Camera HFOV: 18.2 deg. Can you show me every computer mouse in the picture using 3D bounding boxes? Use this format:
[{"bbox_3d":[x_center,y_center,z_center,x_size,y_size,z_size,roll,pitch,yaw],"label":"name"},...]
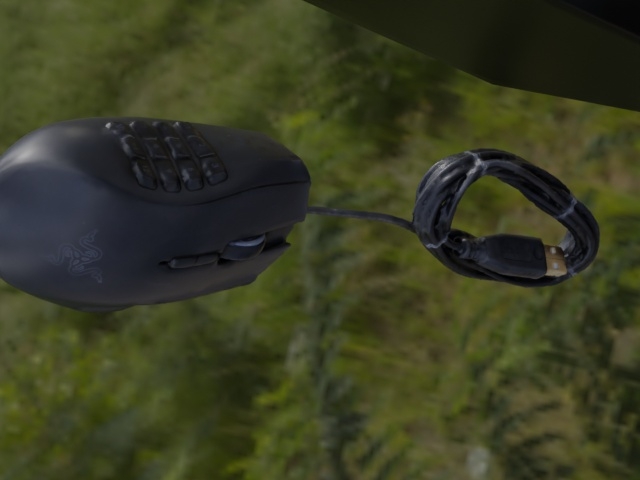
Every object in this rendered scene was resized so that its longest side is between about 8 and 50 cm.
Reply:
[{"bbox_3d":[0.000,0.000,0.665,0.041,0.242,0.071,57,135,44],"label":"computer mouse"}]

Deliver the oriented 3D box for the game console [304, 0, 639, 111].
[{"bbox_3d":[0.127,-0.024,0.451,0.044,0.361,0.213,-68,17,2],"label":"game console"}]
